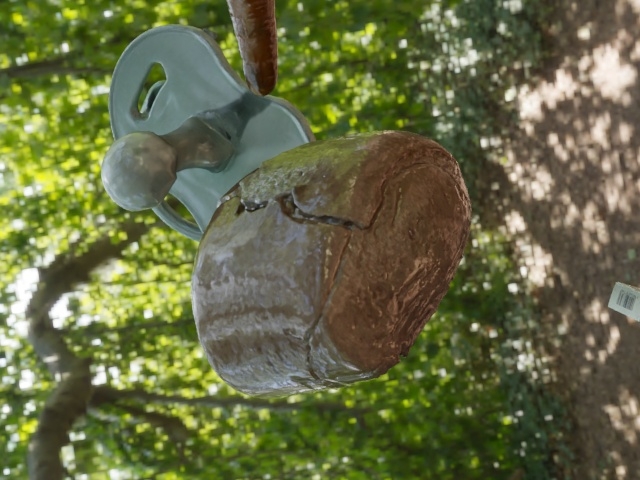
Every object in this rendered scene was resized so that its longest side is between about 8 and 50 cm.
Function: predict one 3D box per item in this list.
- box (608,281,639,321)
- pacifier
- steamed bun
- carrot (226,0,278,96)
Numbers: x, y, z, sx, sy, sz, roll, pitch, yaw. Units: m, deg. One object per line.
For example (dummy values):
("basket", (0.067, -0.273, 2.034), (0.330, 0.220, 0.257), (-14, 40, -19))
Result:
("box", (0.271, 0.056, 0.741), (0.054, 0.083, 0.024), (-144, 69, -79))
("pacifier", (-0.175, -0.100, 1.225), (0.269, 0.343, 0.288), (-30, -24, -52))
("steamed bun", (0.000, 0.000, 0.997), (0.199, 0.251, 0.301), (43, -129, -22))
("carrot", (-0.066, -0.220, 0.924), (0.210, 0.061, 0.061), (84, 176, -49))
